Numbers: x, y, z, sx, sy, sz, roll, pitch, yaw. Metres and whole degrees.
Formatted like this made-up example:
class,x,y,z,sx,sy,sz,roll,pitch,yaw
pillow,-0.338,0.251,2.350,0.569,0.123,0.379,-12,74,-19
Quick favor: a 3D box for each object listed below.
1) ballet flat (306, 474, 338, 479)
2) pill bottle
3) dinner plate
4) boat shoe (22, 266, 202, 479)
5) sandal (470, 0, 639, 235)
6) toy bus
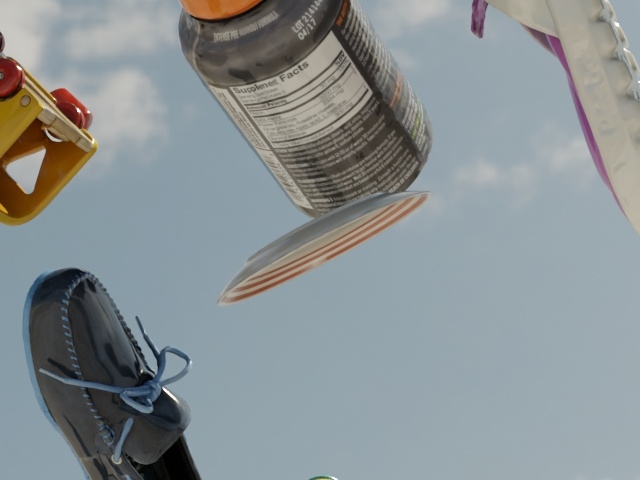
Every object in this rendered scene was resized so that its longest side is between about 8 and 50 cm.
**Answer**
class,x,y,z,sx,sy,sz,roll,pitch,yaw
ballet flat,-0.063,0.270,1.515,0.231,0.077,0.077,-38,-61,21
pill bottle,-0.020,-0.134,1.421,0.130,0.130,0.245,-14,-43,22
dinner plate,0.000,0.000,1.116,0.141,0.017,0.141,-27,-5,-2
boat shoe,-0.126,0.125,1.368,0.089,0.109,0.258,0,-51,32
sandal,0.156,-0.178,1.425,0.102,0.416,0.169,-25,-29,13
toy bus,-0.256,-0.101,1.346,0.191,0.104,0.202,42,2,-17
